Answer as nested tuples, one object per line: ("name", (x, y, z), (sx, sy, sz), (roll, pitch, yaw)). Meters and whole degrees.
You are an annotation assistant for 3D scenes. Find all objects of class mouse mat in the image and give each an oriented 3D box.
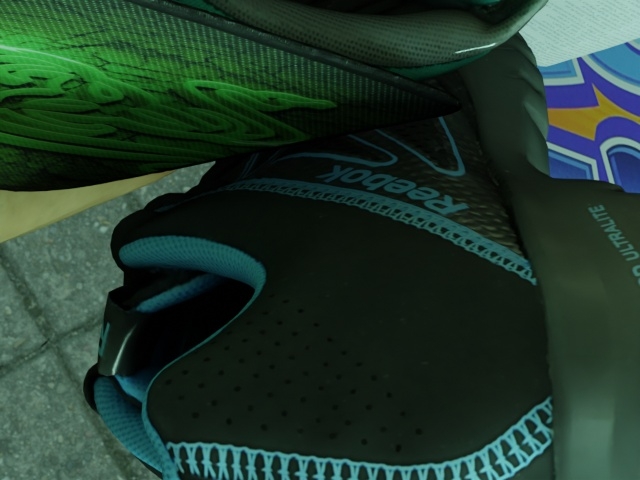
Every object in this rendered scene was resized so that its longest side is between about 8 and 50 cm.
("mouse mat", (-0.079, -0.035, 0.433), (0.153, 0.007, 0.190), (-9, 168, 39))

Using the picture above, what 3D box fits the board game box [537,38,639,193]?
("board game box", (0.287, -0.129, 0.902), (0.356, 0.356, 0.356), (-32, -153, -27))

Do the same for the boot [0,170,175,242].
("boot", (-0.126, -0.001, 0.561), (0.269, 0.236, 0.089), (-28, 147, -48))

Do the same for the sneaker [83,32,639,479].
("sneaker", (0.000, 0.000, 0.556), (0.140, 0.125, 0.341), (-1, -165, -11))

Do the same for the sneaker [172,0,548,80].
("sneaker", (0.015, -0.116, 0.520), (0.178, 0.123, 0.295), (-5, -159, 47))

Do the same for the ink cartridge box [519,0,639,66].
("ink cartridge box", (0.122, -0.168, 0.648), (0.223, 0.045, 0.224), (-65, -163, -9))
